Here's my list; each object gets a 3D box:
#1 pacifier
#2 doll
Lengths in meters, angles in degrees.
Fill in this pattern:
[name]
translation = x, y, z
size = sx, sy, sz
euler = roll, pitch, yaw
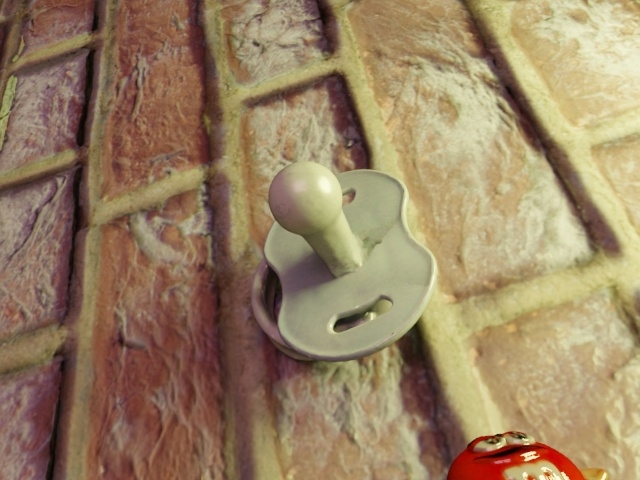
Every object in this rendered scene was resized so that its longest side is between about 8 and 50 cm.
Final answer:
[pacifier]
translation = 0.000, 0.000, 0.942
size = 0.244, 0.233, 0.299
euler = -22, 45, 7
[doll]
translation = 0.200, 0.242, 0.720
size = 0.183, 0.085, 0.217
euler = -2, 15, -7
